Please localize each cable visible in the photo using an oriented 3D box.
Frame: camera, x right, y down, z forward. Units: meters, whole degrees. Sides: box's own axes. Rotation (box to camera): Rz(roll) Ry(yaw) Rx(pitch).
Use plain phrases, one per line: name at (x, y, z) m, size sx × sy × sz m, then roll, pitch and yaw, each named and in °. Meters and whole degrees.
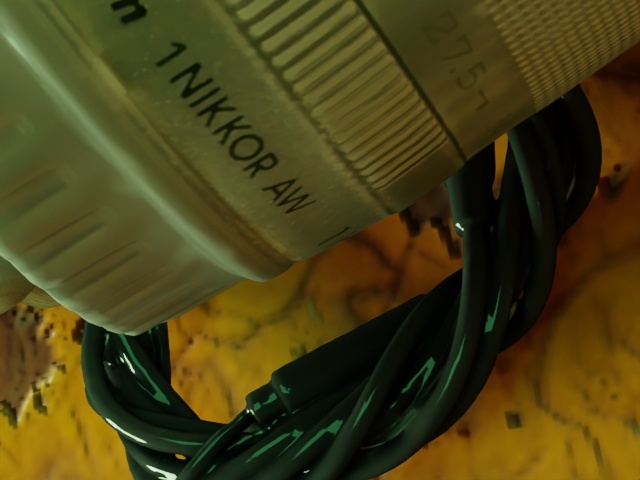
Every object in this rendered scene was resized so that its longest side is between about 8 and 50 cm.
cable at (0.000, 0.000, 0.524) m, size 0.150 × 0.047 × 0.184 m, roll 21°, pitch 85°, yaw 34°

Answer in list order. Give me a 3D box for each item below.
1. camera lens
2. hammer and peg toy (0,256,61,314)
camera lens at (0.012, -0.136, 0.409) m, size 0.274 × 0.219 × 0.219 m, roll -35°, pitch 57°, yaw 5°
hammer and peg toy at (-0.251, -0.025, 0.661) m, size 0.361 × 0.127 × 0.266 m, roll -27°, pitch 64°, yaw 28°
